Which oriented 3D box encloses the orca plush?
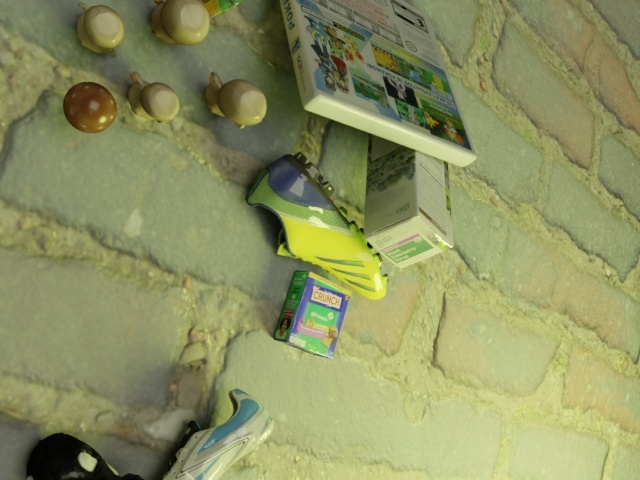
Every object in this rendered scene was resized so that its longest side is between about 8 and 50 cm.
[{"bbox_3d":[-0.243,0.351,0.665,0.151,0.102,0.288,-7,90,-8],"label":"orca plush"}]

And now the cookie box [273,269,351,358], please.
[{"bbox_3d":[-0.010,0.109,0.936,0.091,0.040,0.107,28,72,-36],"label":"cookie box"}]

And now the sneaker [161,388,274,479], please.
[{"bbox_3d":[-0.163,0.287,0.796,0.086,0.085,0.237,44,65,7],"label":"sneaker"}]

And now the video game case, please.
[{"bbox_3d":[0.081,-0.274,0.933,0.328,0.036,0.300,12,56,-40],"label":"video game case"}]

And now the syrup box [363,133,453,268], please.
[{"bbox_3d":[0.133,-0.085,0.963,0.096,0.093,0.237,37,42,-35],"label":"syrup box"}]

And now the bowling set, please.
[{"bbox_3d":[-0.215,-0.212,0.718,0.199,0.154,0.287,-35,115,-13],"label":"bowling set"}]

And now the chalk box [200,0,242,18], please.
[{"bbox_3d":[-0.155,-0.385,0.749,0.132,0.132,0.213,-51,121,-28],"label":"chalk box"}]

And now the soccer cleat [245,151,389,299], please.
[{"bbox_3d":[-0.001,-0.001,0.932,0.121,0.093,0.289,-39,123,0],"label":"soccer cleat"}]
